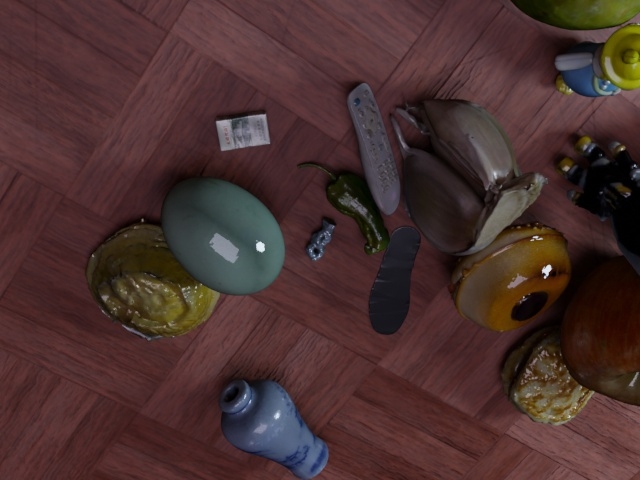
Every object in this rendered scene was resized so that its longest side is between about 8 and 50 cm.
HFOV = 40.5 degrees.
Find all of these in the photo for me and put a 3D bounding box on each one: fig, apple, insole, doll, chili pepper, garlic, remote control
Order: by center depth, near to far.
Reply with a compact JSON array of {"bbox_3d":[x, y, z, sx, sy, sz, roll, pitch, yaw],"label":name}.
[{"bbox_3d":[0.413,-0.429,1.266,0.314,0.233,0.233,-16,120,-19],"label":"fig"},{"bbox_3d":[0.443,-0.271,1.332,0.135,0.241,0.099,35,90,-9],"label":"doll"},{"bbox_3d":[0.223,-0.103,1.400,0.210,0.292,0.237,-43,139,3],"label":"garlic"},{"bbox_3d":[0.522,-0.044,1.432,0.145,0.316,0.103,-43,156,2],"label":"doll"},{"bbox_3d":[0.086,-0.147,1.445,0.044,0.073,0.229,-1,121,37],"label":"remote control"},{"bbox_3d":[0.055,-0.066,1.479,0.073,0.072,0.204,-39,110,-4],"label":"chili pepper"},{"bbox_3d":[0.588,0.148,1.544,0.301,0.301,0.301,-3,118,-5],"label":"apple"},{"bbox_3d":[0.135,0.076,1.601,0.080,0.003,0.232,5,117,-10],"label":"insole"}]

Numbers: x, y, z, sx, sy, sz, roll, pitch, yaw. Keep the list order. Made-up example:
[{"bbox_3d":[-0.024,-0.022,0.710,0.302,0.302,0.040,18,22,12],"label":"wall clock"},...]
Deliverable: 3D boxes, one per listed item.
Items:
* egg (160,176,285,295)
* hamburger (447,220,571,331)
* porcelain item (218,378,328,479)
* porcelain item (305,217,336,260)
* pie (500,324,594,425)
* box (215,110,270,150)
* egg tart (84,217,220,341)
[{"bbox_3d":[-0.160,-0.008,1.429,0.168,0.168,0.231,-42,111,15],"label":"egg"},{"bbox_3d":[0.331,0.058,1.513,0.237,0.147,0.237,-21,147,-15],"label":"hamburger"},{"bbox_3d":[-0.090,0.358,1.656,0.141,0.141,0.259,-36,123,12],"label":"porcelain item"},{"bbox_3d":[0.000,0.000,1.531,0.036,0.028,0.083,17,115,-18],"label":"porcelain item"},{"bbox_3d":[0.452,0.257,1.687,0.179,0.084,0.205,23,106,-21],"label":"pie"},{"bbox_3d":[-0.127,-0.180,1.424,0.083,0.024,0.054,-9,120,-2],"label":"box"},{"bbox_3d":[-0.292,0.087,1.511,0.232,0.098,0.252,-11,122,3],"label":"egg tart"}]
